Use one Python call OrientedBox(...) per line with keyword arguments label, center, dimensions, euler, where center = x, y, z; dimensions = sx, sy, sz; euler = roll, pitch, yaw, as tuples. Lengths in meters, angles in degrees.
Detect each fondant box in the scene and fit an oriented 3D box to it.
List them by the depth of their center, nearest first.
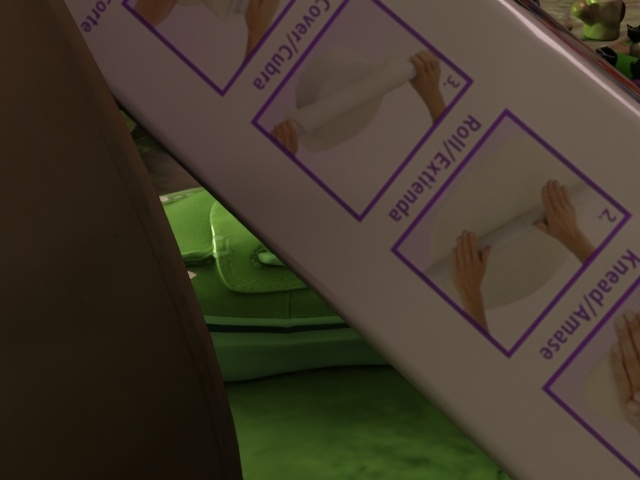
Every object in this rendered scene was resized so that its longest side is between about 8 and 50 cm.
OrientedBox(label="fondant box", center=(0.037, -0.044, 0.493), dimensions=(0.330, 0.096, 0.238), euler=(42, 13, 17))

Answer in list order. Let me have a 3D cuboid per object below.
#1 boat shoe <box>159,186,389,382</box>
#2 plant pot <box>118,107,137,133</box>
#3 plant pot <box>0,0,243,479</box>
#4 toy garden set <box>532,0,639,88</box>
OrientedBox(label="boat shoe", center=(0.000, 0.000, 0.669), dimensions=(0.302, 0.094, 0.109), euler=(0, 24, 0))
OrientedBox(label="plant pot", center=(-0.202, -0.190, 0.885), dimensions=(0.334, 0.333, 0.305), euler=(-2, 35, -4))
OrientedBox(label="plant pot", center=(-0.222, 0.023, 0.415), dimensions=(0.280, 0.323, 0.323), euler=(-30, 34, -22))
OrientedBox(label="toy garden set", center=(0.229, -0.146, 1.052), dimensions=(0.244, 0.049, 0.204), euler=(-20, 30, -37))
